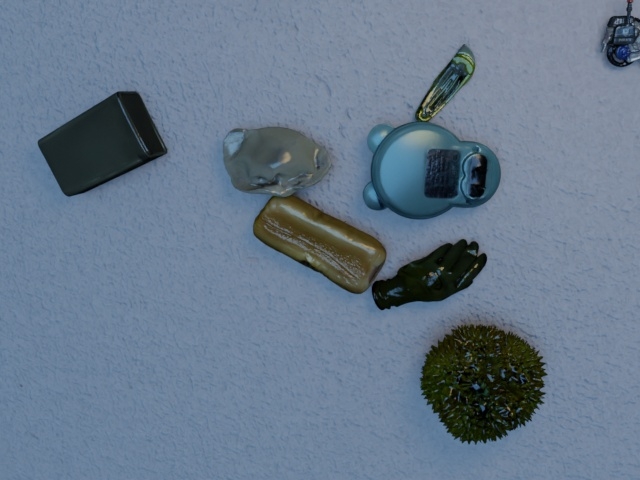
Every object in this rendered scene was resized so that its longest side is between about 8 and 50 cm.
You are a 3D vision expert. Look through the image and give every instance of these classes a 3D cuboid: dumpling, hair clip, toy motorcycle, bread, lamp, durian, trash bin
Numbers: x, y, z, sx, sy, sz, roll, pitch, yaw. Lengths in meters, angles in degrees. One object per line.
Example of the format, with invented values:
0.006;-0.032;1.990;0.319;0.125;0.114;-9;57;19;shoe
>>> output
-0.099;-0.173;1.609;0.250;0.132;0.162;11;84;8;dumpling
0.273;-0.333;1.571;0.060;0.033;0.188;38;101;-1;hair clip
0.683;-0.425;1.452;0.221;0.102;0.150;0;112;10;toy motorcycle
0.000;0.000;1.649;0.305;0.091;0.142;29;106;3;bread
0.240;-0.148;1.551;0.284;0.147;0.209;7;103;17;lamp
0.346;0.316;1.591;0.291;0.225;0.291;1;89;-25;durian
-0.508;-0.219;1.686;0.241;0.122;0.164;-26;96;15;trash bin

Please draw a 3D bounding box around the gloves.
0.246;0.086;1.620;0.268;0.107;0.135;-27;126;10;gloves
